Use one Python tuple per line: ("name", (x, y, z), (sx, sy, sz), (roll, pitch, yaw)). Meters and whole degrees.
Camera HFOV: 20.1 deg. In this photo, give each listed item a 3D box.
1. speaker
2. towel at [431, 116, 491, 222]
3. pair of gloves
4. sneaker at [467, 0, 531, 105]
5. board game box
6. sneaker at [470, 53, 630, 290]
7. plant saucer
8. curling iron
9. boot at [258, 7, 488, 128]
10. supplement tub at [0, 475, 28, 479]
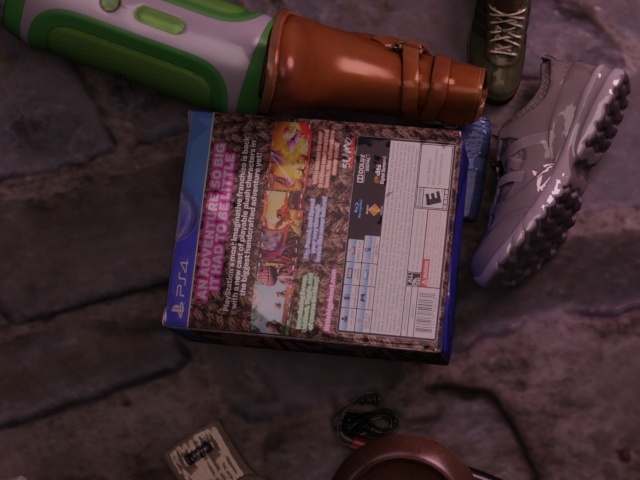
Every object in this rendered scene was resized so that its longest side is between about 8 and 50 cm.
("speaker", (-0.188, -0.228, 1.971), (0.296, 0.131, 0.131), (20, 81, 4))
("towel", (0.149, -0.080, 1.995), (0.067, 0.029, 0.119), (9, 80, 2))
("pair of gloves", (-0.140, 0.336, 1.917), (0.240, 0.042, 0.204), (-40, 80, -13))
("sneaker", (0.199, -0.251, 1.995), (0.064, 0.086, 0.192), (6, 81, 1))
("board game box", (0.000, 0.000, 1.908), (0.291, 0.141, 0.232), (6, 80, 9))
("sneaker", (0.230, -0.075, 1.975), (0.115, 0.105, 0.281), (25, 78, 25))
("plant saucer", (0.088, 0.290, 1.912), (0.168, 0.029, 0.168), (0, 94, 6))
("curling iron", (0.140, 0.237, 1.938), (0.274, 0.035, 0.068), (25, 82, 4))
("boot", (0.058, -0.162, 1.887), (0.220, 0.283, 0.109), (15, 96, 10))
("supplement tub", (-0.408, 0.361, 1.839), (0.272, 0.191, 0.191), (-18, 81, -3))
